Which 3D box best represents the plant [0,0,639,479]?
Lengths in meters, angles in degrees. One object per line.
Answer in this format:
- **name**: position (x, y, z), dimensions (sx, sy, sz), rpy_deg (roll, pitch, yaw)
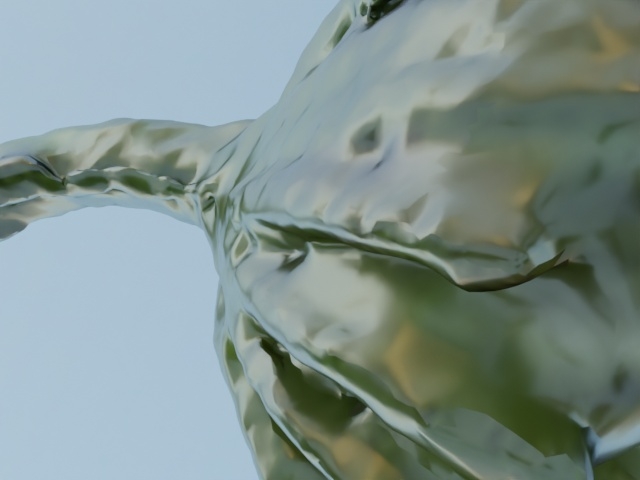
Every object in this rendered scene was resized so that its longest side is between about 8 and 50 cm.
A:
- **plant**: position (-0.019, -0.011, 0.438), dimensions (0.333, 0.180, 0.251), rpy_deg (18, -98, 23)
